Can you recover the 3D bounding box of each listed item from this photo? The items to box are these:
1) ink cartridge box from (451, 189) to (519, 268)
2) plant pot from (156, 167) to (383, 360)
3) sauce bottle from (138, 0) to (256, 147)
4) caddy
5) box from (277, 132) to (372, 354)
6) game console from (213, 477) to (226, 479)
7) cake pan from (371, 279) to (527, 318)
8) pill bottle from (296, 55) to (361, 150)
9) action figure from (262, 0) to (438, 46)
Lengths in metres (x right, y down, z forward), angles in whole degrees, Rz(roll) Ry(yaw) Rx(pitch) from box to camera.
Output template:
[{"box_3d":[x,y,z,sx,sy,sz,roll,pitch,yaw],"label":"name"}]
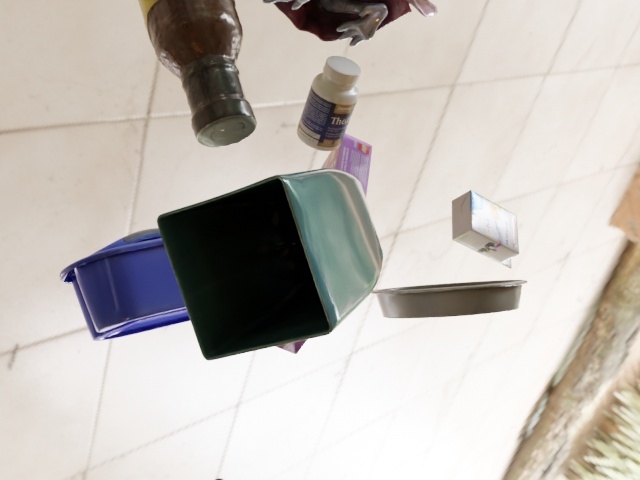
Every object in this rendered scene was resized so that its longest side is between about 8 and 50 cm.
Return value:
[{"box_3d":[0.368,-0.021,1.742,0.181,0.104,0.062,24,143,-28],"label":"ink cartridge box"},{"box_3d":[-0.029,0.010,0.925,0.166,0.165,0.234,-16,-176,29],"label":"plant pot"},{"box_3d":[-0.155,-0.273,0.941,0.112,0.344,0.111,-15,161,-5],"label":"sauce bottle"},{"box_3d":[-0.308,0.064,1.521,0.342,0.179,0.241,-12,170,-23],"label":"caddy"},{"box_3d":[0.000,0.000,1.235,0.201,0.057,0.293,-55,-163,42],"label":"box"},{"box_3d":[-0.174,0.587,1.318,0.386,0.060,0.341,149,-54,-75],"label":"game console"},{"box_3d":[0.240,0.109,1.517,0.293,0.293,0.054,-1,86,-52],"label":"cake pan"},{"box_3d":[0.014,-0.187,1.106,0.067,0.067,0.120,-20,144,-40],"label":"pill bottle"},{"box_3d":[0.016,-0.483,1.215,0.248,0.276,0.370,50,37,-45],"label":"action figure"}]
